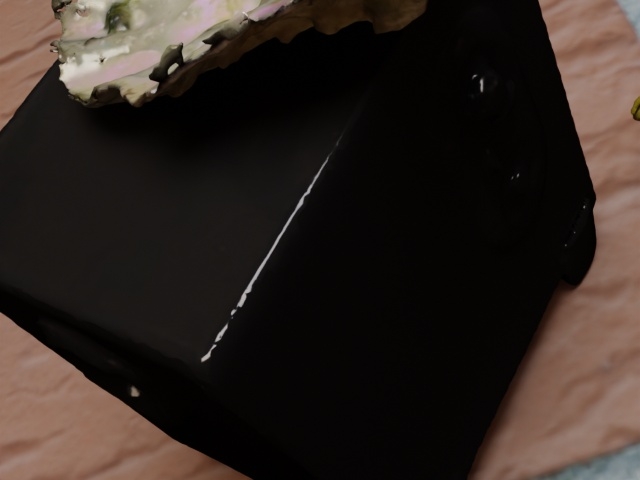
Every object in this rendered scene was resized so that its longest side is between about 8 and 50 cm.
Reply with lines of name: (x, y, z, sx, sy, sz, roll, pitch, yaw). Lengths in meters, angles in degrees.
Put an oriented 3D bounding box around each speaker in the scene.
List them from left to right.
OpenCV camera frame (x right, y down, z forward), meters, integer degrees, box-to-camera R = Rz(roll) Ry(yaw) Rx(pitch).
speaker: (0.000, 0.000, 0.485, 0.184, 0.254, 0.232, 18, 67, 34)

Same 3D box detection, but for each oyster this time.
oyster: (-0.025, -0.106, 0.368, 0.209, 0.072, 0.133, -24, 54, 38)

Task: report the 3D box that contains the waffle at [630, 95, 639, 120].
waffle: (0.261, -0.097, 0.509, 0.193, 0.070, 0.197, -13, 34, 36)
